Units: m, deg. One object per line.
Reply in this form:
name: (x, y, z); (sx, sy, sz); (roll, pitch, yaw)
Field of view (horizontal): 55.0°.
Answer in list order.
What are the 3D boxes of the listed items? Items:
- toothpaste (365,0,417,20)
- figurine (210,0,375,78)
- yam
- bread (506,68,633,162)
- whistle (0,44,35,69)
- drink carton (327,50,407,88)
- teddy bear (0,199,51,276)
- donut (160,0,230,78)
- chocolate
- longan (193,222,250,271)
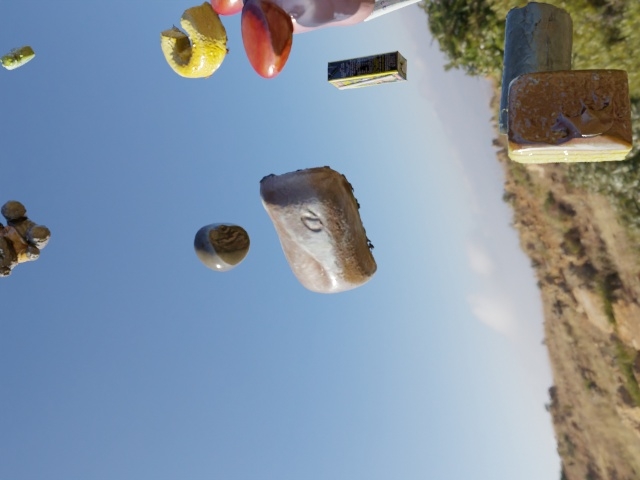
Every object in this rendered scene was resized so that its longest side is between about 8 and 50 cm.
toothpaste: (0.188, -0.603, 1.551); (0.033, 0.218, 0.052); (-20, -91, -83)
figurine: (-0.055, -0.462, 1.043); (0.270, 0.261, 0.211); (60, 172, 28)
yam: (0.510, -0.392, 1.459); (0.168, 0.167, 0.305); (4, -90, -73)
bread: (0.506, -0.255, 1.265); (0.110, 0.234, 0.185); (41, -129, -65)
whistle: (-0.971, -0.580, 1.945); (0.057, 0.104, 0.198); (60, -178, -22)
drink carton: (0.103, -0.373, 1.359); (0.071, 0.165, 0.056); (10, -101, -63)
teddy bear: (-0.844, 0.011, 1.675); (0.177, 0.140, 0.190); (37, -126, 9)
donut: (-0.288, -0.439, 1.389); (0.078, 0.181, 0.146); (-34, -75, -47)
chocolate: (-0.001, 0.000, 1.061); (0.083, 0.160, 0.262); (-82, -28, -52)
longan: (-0.319, 0.018, 1.989); (0.189, 0.189, 0.189); (59, -162, -33)
